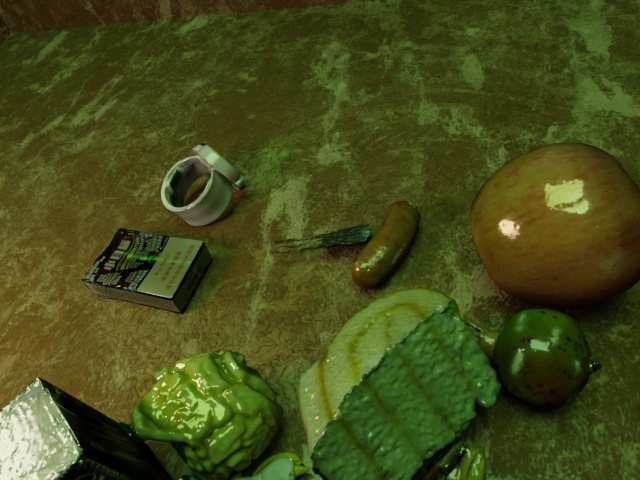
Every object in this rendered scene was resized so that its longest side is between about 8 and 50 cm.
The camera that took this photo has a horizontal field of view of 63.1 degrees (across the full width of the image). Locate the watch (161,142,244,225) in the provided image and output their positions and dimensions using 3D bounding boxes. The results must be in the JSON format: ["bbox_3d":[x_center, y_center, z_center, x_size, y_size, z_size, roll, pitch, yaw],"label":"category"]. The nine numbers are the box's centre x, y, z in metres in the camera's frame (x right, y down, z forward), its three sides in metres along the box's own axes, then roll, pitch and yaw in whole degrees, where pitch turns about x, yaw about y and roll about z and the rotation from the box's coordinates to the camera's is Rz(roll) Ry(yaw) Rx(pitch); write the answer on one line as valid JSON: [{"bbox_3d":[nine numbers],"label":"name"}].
[{"bbox_3d":[-0.374,-0.169,1.628,0.244,0.196,0.231,35,87,36],"label":"watch"}]

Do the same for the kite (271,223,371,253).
[{"bbox_3d":[0.000,0.000,1.431,0.285,0.015,0.152,-8,18,12],"label":"kite"}]

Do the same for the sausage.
[{"bbox_3d":[0.172,0.014,1.350,0.108,0.109,0.271,21,58,29],"label":"sausage"}]

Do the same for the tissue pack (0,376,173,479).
[{"bbox_3d":[-0.441,0.445,0.965,0.210,0.370,0.198,31,68,33],"label":"tissue pack"}]

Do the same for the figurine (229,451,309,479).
[{"bbox_3d":[-0.106,0.484,1.028,0.177,0.109,0.130,-17,26,-5],"label":"figurine"}]

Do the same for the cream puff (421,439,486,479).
[{"bbox_3d":[0.249,0.432,0.958,0.133,0.119,0.104,-41,73,-6],"label":"cream puff"}]

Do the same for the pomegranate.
[{"bbox_3d":[0.410,0.216,1.033,0.245,0.198,0.198,33,62,8],"label":"pomegranate"}]

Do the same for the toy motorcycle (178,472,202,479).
[{"bbox_3d":[-0.188,0.571,0.869,0.410,0.169,0.237,39,73,6],"label":"toy motorcycle"}]

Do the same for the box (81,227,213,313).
[{"bbox_3d":[-0.485,0.080,1.474,0.309,0.084,0.198,8,53,20],"label":"box"}]

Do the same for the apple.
[{"bbox_3d":[0.502,-0.028,1.134,0.363,0.364,0.364,-7,49,9],"label":"apple"}]

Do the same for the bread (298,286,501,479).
[{"bbox_3d":[0.114,0.288,1.020,0.395,0.239,0.264,-38,17,-17],"label":"bread"}]

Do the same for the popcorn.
[{"bbox_3d":[-0.223,0.347,1.075,0.292,0.293,0.237,21,64,29],"label":"popcorn"}]
